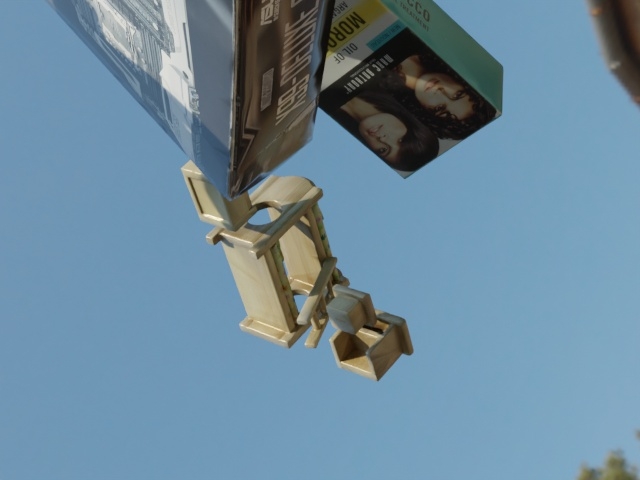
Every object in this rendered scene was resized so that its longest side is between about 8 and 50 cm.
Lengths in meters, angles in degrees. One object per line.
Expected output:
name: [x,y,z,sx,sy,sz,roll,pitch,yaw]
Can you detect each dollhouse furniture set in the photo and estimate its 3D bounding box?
dollhouse furniture set: [0.000,0.000,1.029,0.101,0.161,0.181,-45,-44,-32]

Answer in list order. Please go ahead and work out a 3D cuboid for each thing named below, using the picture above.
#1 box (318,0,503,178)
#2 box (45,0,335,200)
box: [0.014,-0.153,0.883,0.244,0.100,0.060,38,-142,-25]
box: [-0.120,-0.197,0.714,0.076,0.307,0.242,-38,-14,-18]
